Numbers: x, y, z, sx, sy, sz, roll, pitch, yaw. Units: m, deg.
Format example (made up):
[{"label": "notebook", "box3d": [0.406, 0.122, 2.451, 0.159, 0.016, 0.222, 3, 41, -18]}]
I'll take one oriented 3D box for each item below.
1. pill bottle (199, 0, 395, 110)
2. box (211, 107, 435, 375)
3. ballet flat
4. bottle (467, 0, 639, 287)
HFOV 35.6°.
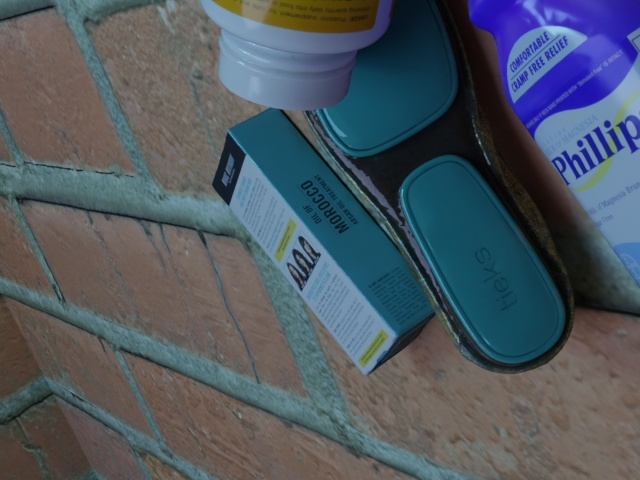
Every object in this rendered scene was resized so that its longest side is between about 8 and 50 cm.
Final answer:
[{"label": "pill bottle", "box3d": [-0.006, -0.187, 0.563, 0.117, 0.117, 0.215, 37, 131, 34]}, {"label": "box", "box3d": [0.000, 0.000, 0.923, 0.244, 0.060, 0.100, 51, 151, 13]}, {"label": "ballet flat", "box3d": [0.069, -0.068, 0.707, 0.349, 0.123, 0.123, 62, 152, -3]}, {"label": "bottle", "box3d": [0.160, -0.091, 0.538, 0.283, 0.092, 0.118, 56, 150, 4]}]
